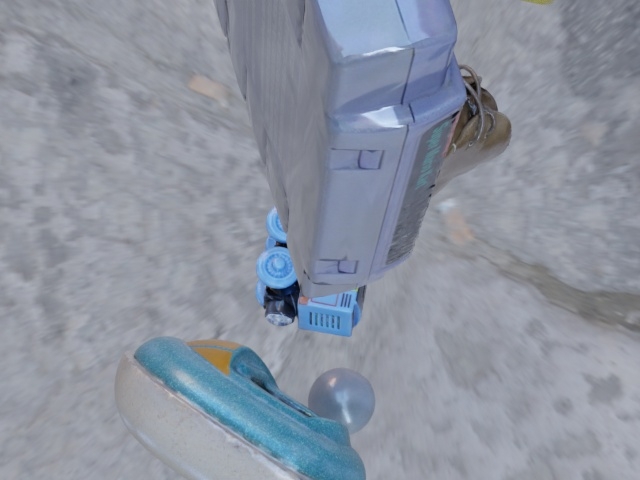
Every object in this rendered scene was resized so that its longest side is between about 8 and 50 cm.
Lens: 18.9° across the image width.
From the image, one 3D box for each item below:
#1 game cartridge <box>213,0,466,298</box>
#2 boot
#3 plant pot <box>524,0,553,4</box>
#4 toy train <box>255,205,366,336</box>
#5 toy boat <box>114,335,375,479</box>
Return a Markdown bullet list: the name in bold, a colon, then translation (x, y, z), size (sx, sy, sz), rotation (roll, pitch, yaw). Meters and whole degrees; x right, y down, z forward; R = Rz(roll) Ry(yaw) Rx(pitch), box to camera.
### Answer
- **game cartridge**: translation (-0.007, -0.116, 0.824), size (0.068, 0.355, 0.230), rotation (-20, 78, -7)
- **boot**: translation (0.059, -0.084, 1.179), size (0.115, 0.305, 0.112), rotation (-21, 81, -4)
- **plant pot**: translation (0.163, -0.334, 1.707), size (0.212, 0.212, 0.187), rotation (10, 133, -6)
- **toy train**: translation (0.000, 0.000, 1.805), size (0.105, 0.080, 0.184), rotation (11, 65, 2)
- **toy boat**: translation (-0.046, 0.168, 1.788), size (0.267, 0.318, 0.148), rotation (31, 90, 24)
